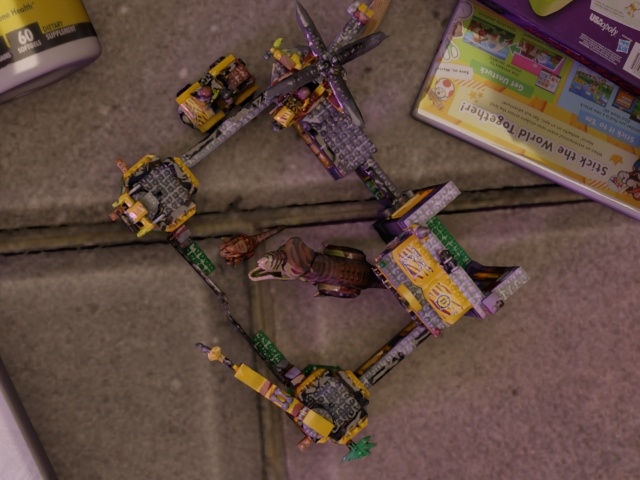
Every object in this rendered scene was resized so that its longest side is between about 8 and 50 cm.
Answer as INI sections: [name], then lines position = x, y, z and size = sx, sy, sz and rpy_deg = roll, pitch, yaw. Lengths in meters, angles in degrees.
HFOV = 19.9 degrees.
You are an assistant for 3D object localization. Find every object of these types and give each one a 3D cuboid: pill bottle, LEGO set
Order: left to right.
[pill bottle]
position = -0.263, -0.215, 1.408
size = 0.119, 0.119, 0.209
rpy_deg = -25, 92, -7
[LEGO set]
position = 0.000, 0.000, 1.401
size = 0.255, 0.192, 0.331
rpy_deg = -32, 93, -7

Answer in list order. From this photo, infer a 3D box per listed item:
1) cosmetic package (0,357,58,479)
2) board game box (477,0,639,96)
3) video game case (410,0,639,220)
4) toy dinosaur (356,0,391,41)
[cosmetic package]
position = -0.320, 0.198, 1.387
size = 0.224, 0.138, 0.225
rpy_deg = -26, 91, -7
[board game box]
position = 0.168, -0.284, 1.441
size = 0.346, 0.056, 0.208
rpy_deg = 29, 90, -18
[video game case]
position = 0.216, -0.151, 1.515
size = 0.227, 0.026, 0.206
rpy_deg = 24, 86, -7
[toy dinosaur]
position = 0.066, -0.240, 1.493
size = 0.092, 0.053, 0.183
rpy_deg = 0, 82, 8
